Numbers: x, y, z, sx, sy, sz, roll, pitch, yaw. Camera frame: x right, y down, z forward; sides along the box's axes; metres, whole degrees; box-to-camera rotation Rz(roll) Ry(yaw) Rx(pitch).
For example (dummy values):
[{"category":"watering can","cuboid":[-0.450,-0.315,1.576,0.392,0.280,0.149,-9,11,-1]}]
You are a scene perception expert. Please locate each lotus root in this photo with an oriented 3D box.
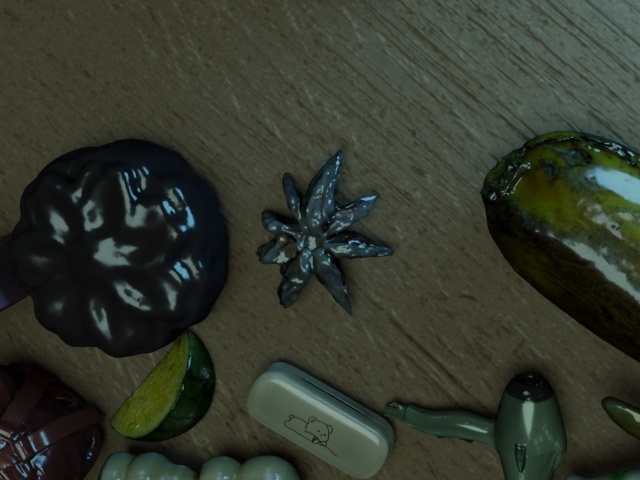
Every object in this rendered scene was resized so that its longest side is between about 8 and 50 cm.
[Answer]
[{"category":"lotus root","cuboid":[0.358,0.026,1.123,0.397,0.179,0.196,36,109,5]}]

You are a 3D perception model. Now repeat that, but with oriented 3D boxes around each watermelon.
[{"category":"watermelon","cuboid":[-0.195,0.218,1.375,0.181,0.075,0.092,-51,42,15]}]

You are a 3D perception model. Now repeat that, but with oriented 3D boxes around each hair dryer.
[{"category":"hair dryer","cuboid":[0.211,0.281,1.276,0.224,0.088,0.219,-16,101,29]}]

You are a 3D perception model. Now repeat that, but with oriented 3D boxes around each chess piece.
[{"category":"chess piece","cuboid":[-0.152,0.340,1.343,0.260,0.143,0.143,-7,99,11]}]

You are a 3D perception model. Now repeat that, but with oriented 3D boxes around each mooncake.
[{"category":"mooncake","cuboid":[-0.258,0.015,1.295,0.283,0.141,0.283,4,103,15]}]

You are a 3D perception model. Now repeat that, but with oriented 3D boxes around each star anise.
[{"category":"star anise","cuboid":[0.000,0.000,1.267,0.180,0.061,0.204,41,107,3]}]

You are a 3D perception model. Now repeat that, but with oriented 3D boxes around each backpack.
[{"category":"backpack","cuboid":[-0.397,0.258,1.336,0.139,0.229,0.229,-40,90,14]}]

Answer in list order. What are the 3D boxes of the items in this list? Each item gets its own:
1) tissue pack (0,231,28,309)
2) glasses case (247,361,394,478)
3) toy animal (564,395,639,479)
[{"category":"tissue pack","cuboid":[-0.481,0.078,1.302,0.148,0.246,0.092,-26,94,17]},{"category":"glasses case","cuboid":[0.000,0.231,1.317,0.196,0.050,0.083,28,117,7]},{"category":"toy animal","cuboid":[0.466,0.250,1.162,0.363,0.180,0.181,2,96,36]}]
